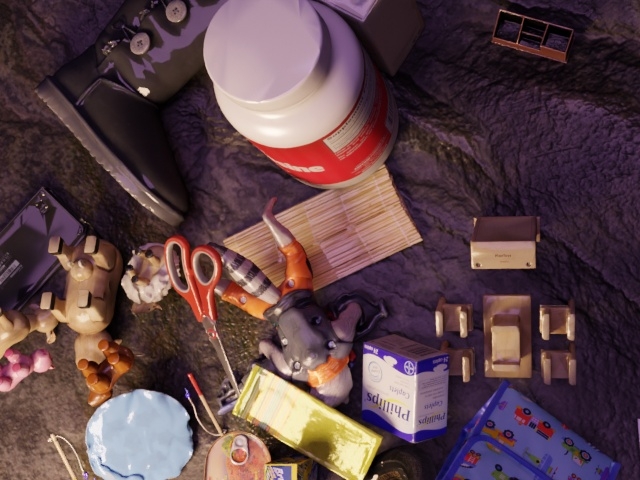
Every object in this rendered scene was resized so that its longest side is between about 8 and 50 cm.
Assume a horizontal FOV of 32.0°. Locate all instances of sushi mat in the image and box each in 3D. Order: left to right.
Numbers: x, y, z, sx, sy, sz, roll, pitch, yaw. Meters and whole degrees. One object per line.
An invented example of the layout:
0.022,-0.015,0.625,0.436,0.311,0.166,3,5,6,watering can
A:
0.000,0.000,1.894,0.317,0.019,0.151,-25,80,8,sushi mat

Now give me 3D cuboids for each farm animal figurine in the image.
-0.422,0.133,1.901,0.330,0.172,0.326,15,74,21,farm animal figurine

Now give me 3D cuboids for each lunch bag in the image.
0.284,0.377,1.631,0.221,0.293,0.138,36,123,7,lunch bag

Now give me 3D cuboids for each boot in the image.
-0.223,-0.296,1.924,0.445,0.146,0.367,-44,79,-1,boot

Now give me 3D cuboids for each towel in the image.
-0.023,0.291,1.763,0.237,0.021,0.102,29,115,13,towel

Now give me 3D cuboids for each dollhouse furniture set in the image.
0.298,0.096,1.785,0.212,0.161,0.242,0,105,12,dollhouse furniture set

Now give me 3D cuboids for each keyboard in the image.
-0.584,0.032,2.005,0.201,0.033,0.317,43,92,7,keyboard

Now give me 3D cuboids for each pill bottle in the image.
-0.027,-0.231,1.720,0.229,0.408,0.229,-3,78,15,pill bottle

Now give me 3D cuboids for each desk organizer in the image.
0.351,-0.339,1.846,0.130,0.050,0.047,19,87,13,desk organizer

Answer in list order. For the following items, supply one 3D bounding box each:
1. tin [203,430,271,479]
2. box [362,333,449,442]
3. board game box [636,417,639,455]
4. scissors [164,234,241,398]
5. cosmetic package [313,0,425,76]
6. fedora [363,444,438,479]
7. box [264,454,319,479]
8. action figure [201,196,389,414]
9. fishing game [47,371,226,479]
-0.133,0.398,1.765,0.106,0.040,0.189,4,73,-1,tin
0.132,0.232,1.764,0.126,0.072,0.137,16,111,50,box
0.551,0.351,1.735,0.104,0.026,0.154,-5,82,11,board game box
-0.184,0.130,1.794,0.109,0.021,0.297,4,116,29,scissors
0.058,-0.380,1.778,0.160,0.309,0.113,32,90,13,cosmetic package
0.107,0.489,1.721,0.152,0.334,0.334,33,91,-18,fedora
-0.043,0.376,1.781,0.054,0.169,0.059,-2,84,11,box
-0.080,0.151,1.810,0.341,0.178,0.330,-41,82,8,action figure
-0.301,0.332,1.872,0.264,0.041,0.189,-27,110,-4,fishing game
